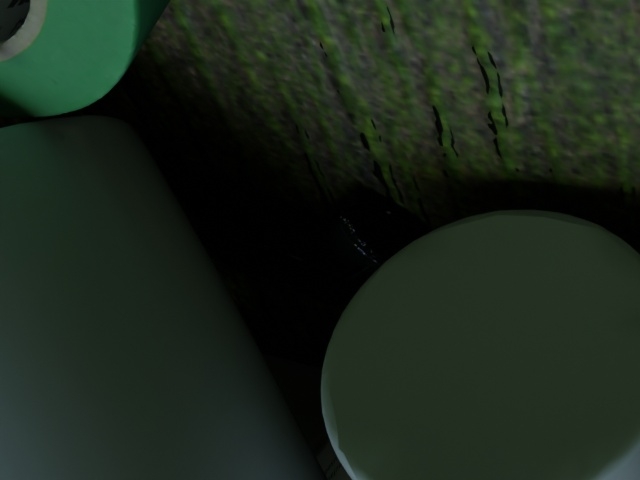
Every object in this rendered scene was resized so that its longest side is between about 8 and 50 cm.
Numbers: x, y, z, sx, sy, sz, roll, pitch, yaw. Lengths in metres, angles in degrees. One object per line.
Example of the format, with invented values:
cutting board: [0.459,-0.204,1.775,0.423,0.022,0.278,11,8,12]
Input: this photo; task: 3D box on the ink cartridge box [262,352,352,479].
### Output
ink cartridge box: [-0.098,0.279,1.033,0.279,0.160,0.385,11,124,26]

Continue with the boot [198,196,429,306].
boot: [0.000,0.000,0.733,0.121,0.045,0.099,28,157,-20]

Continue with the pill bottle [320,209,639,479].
pill bottle: [0.142,0.155,0.709,0.204,0.204,0.361,8,149,32]

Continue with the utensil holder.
utensil holder: [-0.151,0.168,0.704,0.385,0.327,0.327,63,152,7]

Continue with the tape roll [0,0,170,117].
tape roll: [-0.208,-0.184,0.547,0.321,0.077,0.321,21,153,11]
